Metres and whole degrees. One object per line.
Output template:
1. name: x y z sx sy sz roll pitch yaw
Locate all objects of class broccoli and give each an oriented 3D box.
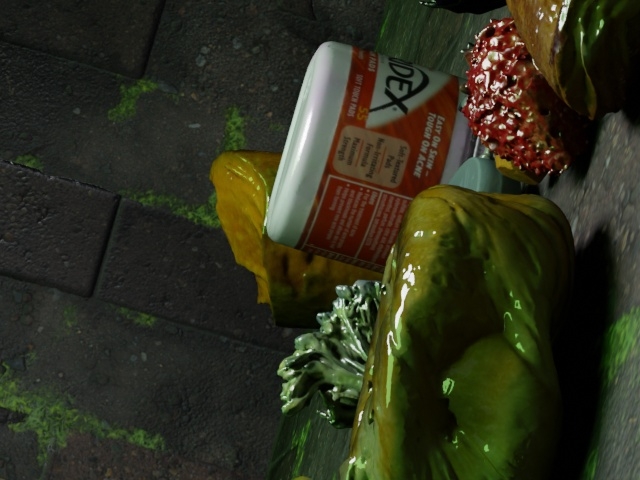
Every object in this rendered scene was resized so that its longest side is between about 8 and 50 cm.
1. broccoli: 0.055 0.145 1.956 0.275 0.198 0.177 -90 10 -73

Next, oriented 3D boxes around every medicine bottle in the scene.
1. medicine bottle: 0.078 -0.089 2.208 0.252 0.241 0.252 -164 90 -84

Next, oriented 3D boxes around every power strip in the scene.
1. power strip: 0.154 -0.004 1.917 0.253 0.054 0.167 -76 12 -45

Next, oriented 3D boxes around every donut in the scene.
1. donut: 0.116 0.124 1.591 0.360 0.170 0.360 -167 90 -90

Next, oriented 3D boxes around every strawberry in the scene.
1. strawberry: 0.188 -0.147 1.761 0.140 0.085 0.192 -12 53 38

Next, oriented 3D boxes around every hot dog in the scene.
1. hot dog: 0.235 -0.214 1.600 0.272 0.122 0.196 -109 35 -66

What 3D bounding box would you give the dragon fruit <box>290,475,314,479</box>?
1. dragon fruit: -0.031 0.391 2.093 0.227 0.224 0.224 -153 79 -81

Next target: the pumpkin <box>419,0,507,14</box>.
1. pumpkin: 0.174 -0.418 2.143 0.296 0.296 0.296 -164 90 -85

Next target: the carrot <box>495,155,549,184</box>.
1. carrot: 0.243 -0.209 1.854 0.066 0.066 0.314 135 154 -80

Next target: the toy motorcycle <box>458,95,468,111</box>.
1. toy motorcycle: 0.208 -0.170 1.968 0.229 0.094 0.130 -24 -44 -80

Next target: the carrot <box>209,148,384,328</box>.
1. carrot: 0.000 0.000 2.517 0.241 0.341 0.241 3 -90 -84
